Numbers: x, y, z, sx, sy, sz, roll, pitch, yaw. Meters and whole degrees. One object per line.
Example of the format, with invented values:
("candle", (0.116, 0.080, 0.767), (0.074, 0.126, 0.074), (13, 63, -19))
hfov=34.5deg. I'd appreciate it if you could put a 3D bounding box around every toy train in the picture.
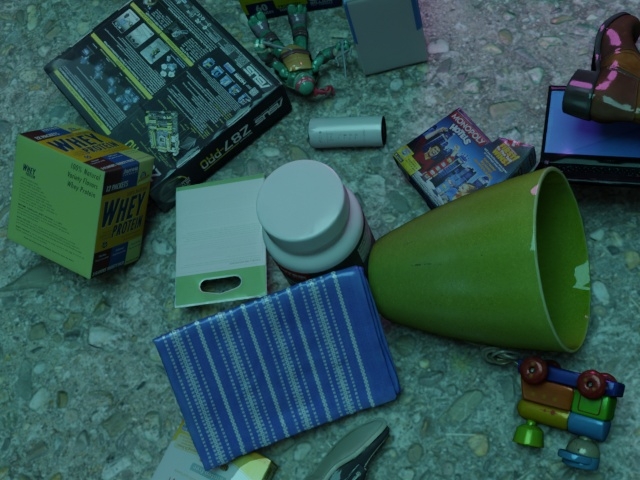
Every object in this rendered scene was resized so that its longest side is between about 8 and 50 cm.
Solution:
("toy train", (0.318, 0.246, 1.550), (0.248, 0.105, 0.143), (11, 86, 29))

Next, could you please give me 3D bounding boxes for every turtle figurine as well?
("turtle figurine", (-0.047, -0.342, 1.898), (0.175, 0.118, 0.234), (-3, 44, -23))

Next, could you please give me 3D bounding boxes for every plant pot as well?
("plant pot", (0.232, 0.043, 1.579), (0.293, 0.275, 0.275), (-7, 63, 29))

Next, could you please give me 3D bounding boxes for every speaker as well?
("speaker", (0.049, -0.194, 1.840), (0.136, 0.055, 0.055), (-1, 65, 15))

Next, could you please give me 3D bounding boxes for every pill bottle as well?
("pill bottle", (0.000, 0.000, 1.631), (0.161, 0.283, 0.161), (-6, 64, 12))

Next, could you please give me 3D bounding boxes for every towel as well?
("towel", (-0.058, 0.196, 1.572), (0.336, 0.243, 0.040), (-20, 21, -8))

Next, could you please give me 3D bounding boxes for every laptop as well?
("laptop", (0.473, -0.172, 1.673), (0.234, 0.264, 0.137), (4, 103, 17))

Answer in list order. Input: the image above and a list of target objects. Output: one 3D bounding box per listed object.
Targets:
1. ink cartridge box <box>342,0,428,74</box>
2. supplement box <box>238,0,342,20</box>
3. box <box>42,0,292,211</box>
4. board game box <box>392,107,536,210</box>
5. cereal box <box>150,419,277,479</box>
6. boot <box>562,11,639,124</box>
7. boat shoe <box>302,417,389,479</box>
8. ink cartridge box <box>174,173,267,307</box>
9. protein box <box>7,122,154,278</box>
("ink cartridge box", (0.099, -0.497, 1.875), (0.129, 0.223, 0.307), (-13, 63, 8))
("supplement box", (-0.093, -0.599, 1.898), (0.194, 0.356, 0.195), (-8, 63, 11))
("box", (-0.294, -0.291, 1.953), (0.318, 0.097, 0.395), (-40, 62, -8))
("board game box", (0.258, -0.124, 1.750), (0.194, 0.060, 0.194), (-34, 62, -4))
("cereal box", (-0.196, 0.423, 1.615), (0.173, 0.047, 0.240), (20, 71, 21))
("boot", (0.573, -0.266, 1.680), (0.280, 0.096, 0.264), (18, 45, 26))
("boat shoe", (0.037, 0.361, 1.591), (0.206, 0.075, 0.065), (-43, 105, -13))
("ink cartridge box", (-0.168, 0.006, 1.802), (0.171, 0.056, 0.235), (-8, 67, 11))
("protein box", (-0.421, -0.074, 1.805), (0.199, 0.136, 0.201), (23, 115, 23))
